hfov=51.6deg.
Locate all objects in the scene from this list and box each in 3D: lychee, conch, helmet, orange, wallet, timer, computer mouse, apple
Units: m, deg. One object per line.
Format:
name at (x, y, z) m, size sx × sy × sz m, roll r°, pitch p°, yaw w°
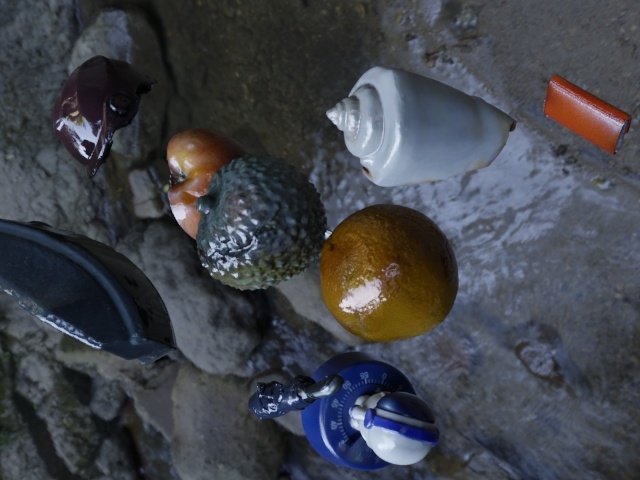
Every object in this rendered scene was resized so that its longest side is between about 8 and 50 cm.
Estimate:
lychee at (-0.109, -0.029, 1.225) m, size 0.274 × 0.255 × 0.255 m, roll 27°, pitch 150°, yaw -31°
conch at (0.090, -0.104, 0.614) m, size 0.094 × 0.176 × 0.105 m, roll -3°, pitch 86°, yaw 60°
helmet at (-0.214, -0.124, 0.627) m, size 0.070 × 0.123 × 0.098 m, roll 35°, pitch 142°, yaw -16°
orange at (0.124, 0.065, 1.192) m, size 0.264 × 0.264 × 0.264 m, roll 23°, pitch 132°, yaw 29°
wallet at (0.628, -0.298, 1.568) m, size 0.204 × 0.045 × 0.142 m, roll 41°, pitch 167°, yaw 27°
timer at (0.130, 0.381, 1.413) m, size 0.270 × 0.270 × 0.383 m, roll 55°, pitch 163°, yaw -4°
computer mouse at (-0.209, 0.027, 0.557) m, size 0.231 × 0.071 × 0.126 m, roll 29°, pitch 171°, yaw 20°
apple at (-0.249, -0.153, 1.654) m, size 0.163 × 0.251 × 0.293 m, roll -16°, pitch 79°, yaw 22°

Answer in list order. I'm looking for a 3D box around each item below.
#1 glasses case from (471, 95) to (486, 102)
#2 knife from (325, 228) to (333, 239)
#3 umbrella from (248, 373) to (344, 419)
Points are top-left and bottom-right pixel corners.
glasses case at (0.336, -0.315, 1.702) m, size 0.234 × 0.079 × 0.064 m, roll -15°, pitch 65°, yaw 60°
knife at (0.000, 0.000, 1.674) m, size 0.278 × 0.053 × 0.123 m, roll 26°, pitch 104°, yaw 11°
umbrella at (-0.049, 0.255, 1.102) m, size 0.071 × 0.071 × 0.248 m, roll 55°, pitch 144°, yaw -4°
